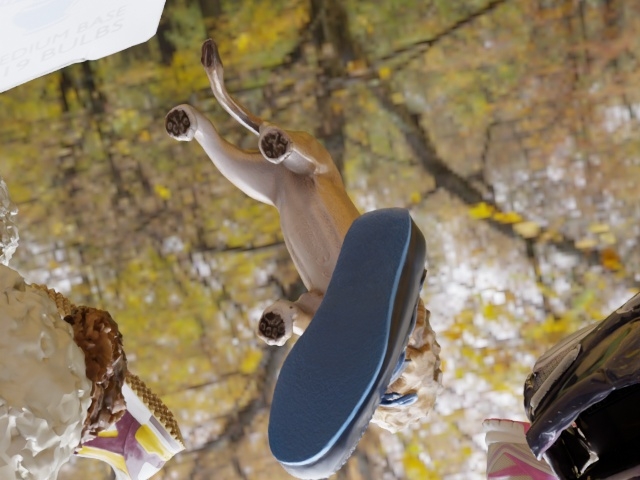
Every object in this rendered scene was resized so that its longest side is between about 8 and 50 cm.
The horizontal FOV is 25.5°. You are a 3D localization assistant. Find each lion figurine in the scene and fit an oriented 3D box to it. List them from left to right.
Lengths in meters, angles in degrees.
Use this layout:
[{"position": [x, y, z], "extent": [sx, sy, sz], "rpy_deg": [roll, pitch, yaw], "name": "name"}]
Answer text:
[{"position": [0.000, 0.000, 1.373], "extent": [0.142, 0.392, 0.240], "rpy_deg": [-22, 168, 21], "name": "lion figurine"}]

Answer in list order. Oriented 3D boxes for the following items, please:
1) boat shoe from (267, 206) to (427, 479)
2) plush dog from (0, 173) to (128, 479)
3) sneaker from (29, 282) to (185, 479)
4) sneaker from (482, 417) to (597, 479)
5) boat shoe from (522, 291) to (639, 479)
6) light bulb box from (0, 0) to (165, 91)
[{"position": [0.044, 0.090, 1.154], "extent": [0.109, 0.089, 0.258], "rpy_deg": [5, -128, 35], "name": "boat shoe"}, {"position": [-0.192, 0.028, 0.610], "extent": [0.262, 0.225, 0.210], "rpy_deg": [-28, 164, -42], "name": "plush dog"}, {"position": [-0.189, 0.119, 1.101], "extent": [0.084, 0.185, 0.069], "rpy_deg": [-39, -164, 0], "name": "sneaker"}, {"position": [0.301, 0.280, 1.711], "extent": [0.103, 0.111, 0.252], "rpy_deg": [15, 168, -38], "name": "sneaker"}, {"position": [0.285, 0.066, 0.953], "extent": [0.340, 0.127, 0.158], "rpy_deg": [-39, -176, 19], "name": "boat shoe"}, {"position": [-0.260, -0.183, 0.364], "extent": [0.358, 0.361, 0.225], "rpy_deg": [-27, 168, -23], "name": "light bulb box"}]
